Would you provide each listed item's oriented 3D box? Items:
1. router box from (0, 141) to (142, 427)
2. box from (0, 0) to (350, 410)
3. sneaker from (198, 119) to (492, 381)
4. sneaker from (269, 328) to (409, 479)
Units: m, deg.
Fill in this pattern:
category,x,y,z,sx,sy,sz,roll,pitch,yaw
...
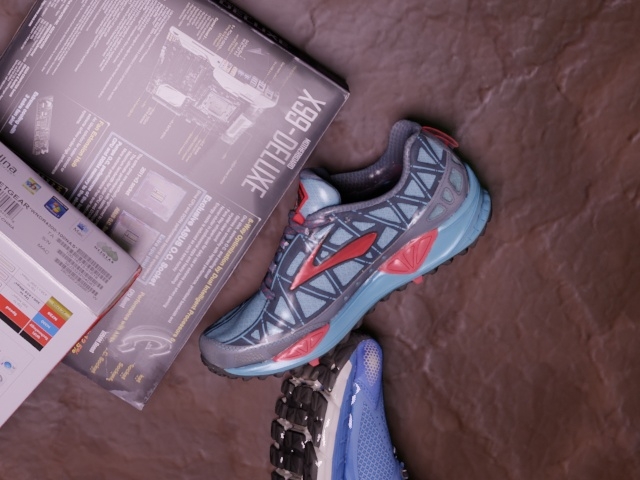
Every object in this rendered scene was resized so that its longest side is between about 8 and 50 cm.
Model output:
category,x,y,z,sx,sy,sz,roll,pitch,yaw
router box,-0.351,0.016,1.327,0.335,0.082,0.301,42,123,-5
box,-0.159,-0.060,1.399,0.242,0.076,0.307,32,97,-8
sneaker,0.000,0.000,1.396,0.262,0.104,0.125,-37,117,-6
sneaker,0.046,0.229,1.450,0.147,0.130,0.330,-8,104,-16
